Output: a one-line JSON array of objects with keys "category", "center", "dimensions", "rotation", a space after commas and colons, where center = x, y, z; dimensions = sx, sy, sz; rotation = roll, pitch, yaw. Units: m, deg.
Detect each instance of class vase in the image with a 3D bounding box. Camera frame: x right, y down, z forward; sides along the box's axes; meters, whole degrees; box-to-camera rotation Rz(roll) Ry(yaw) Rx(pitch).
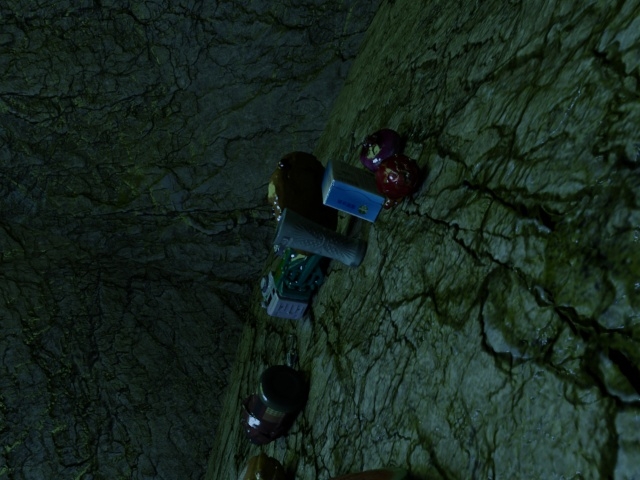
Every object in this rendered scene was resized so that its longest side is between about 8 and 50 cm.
[{"category": "vase", "center": [0.000, 0.000, 1.260], "dimensions": [0.096, 0.220, 0.096], "rotation": [-160, 90, -81]}]

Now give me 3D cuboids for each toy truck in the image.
[{"category": "toy truck", "center": [-0.073, 0.094, 1.641], "dimensions": [0.178, 0.177, 0.363], "rotation": [-102, 32, -48]}]

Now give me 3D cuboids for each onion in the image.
[{"category": "onion", "center": [0.144, -0.226, 1.258], "dimensions": [0.115, 0.105, 0.115], "rotation": [-41, 35, 39]}]

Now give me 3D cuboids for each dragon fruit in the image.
[{"category": "dragon fruit", "center": [0.154, -0.122, 1.075], "dimensions": [0.190, 0.094, 0.094], "rotation": [103, -176, -75]}]

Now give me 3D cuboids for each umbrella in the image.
[{"category": "umbrella", "center": [-0.091, 0.398, 1.553], "dimensions": [0.044, 0.044, 0.269], "rotation": [-22, 43, 23]}]

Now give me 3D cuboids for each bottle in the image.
[{"category": "bottle", "center": [-0.142, 0.456, 1.393], "dimensions": [0.156, 0.143, 0.271], "rotation": [-82, 14, -49]}]

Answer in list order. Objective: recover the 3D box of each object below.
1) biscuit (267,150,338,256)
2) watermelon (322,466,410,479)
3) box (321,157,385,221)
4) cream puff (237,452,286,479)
[{"category": "biscuit", "center": [-0.033, -0.101, 1.402], "dimensions": [0.075, 0.296, 0.295], "rotation": [-5, 57, 31]}, {"category": "watermelon", "center": [0.061, 0.375, 0.644], "dimensions": [0.231, 0.129, 0.146], "rotation": [99, 158, -69]}, {"category": "box", "center": [0.080, -0.134, 1.317], "dimensions": [0.194, 0.139, 0.073], "rotation": [-93, 24, -65]}, {"category": "cream puff", "center": [-0.137, 0.585, 1.200], "dimensions": [0.150, 0.115, 0.165], "rotation": [-61, 3, 14]}]
